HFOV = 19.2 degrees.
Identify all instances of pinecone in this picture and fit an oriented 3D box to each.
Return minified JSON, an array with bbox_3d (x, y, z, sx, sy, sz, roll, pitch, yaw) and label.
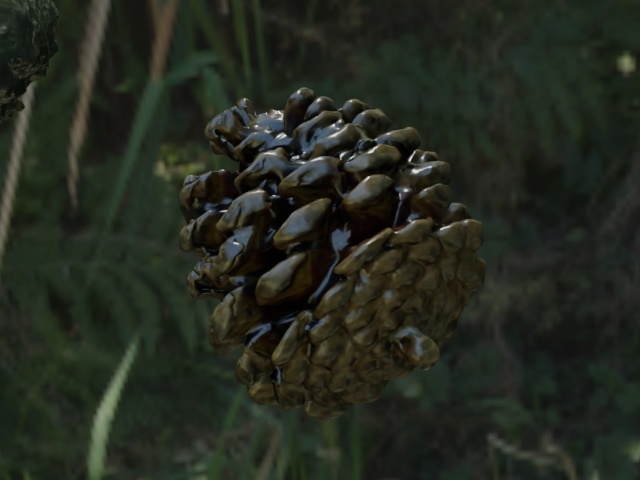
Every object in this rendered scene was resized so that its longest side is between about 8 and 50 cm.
[{"bbox_3d":[0.011,0.004,1.451,0.244,0.243,0.257,-7,46,-4],"label":"pinecone"}]

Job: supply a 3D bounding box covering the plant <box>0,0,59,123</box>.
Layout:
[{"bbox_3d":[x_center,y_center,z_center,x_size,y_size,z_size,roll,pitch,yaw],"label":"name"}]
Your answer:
[{"bbox_3d":[-0.281,-0.161,1.149,0.256,0.164,0.142,35,64,-9],"label":"plant"}]
